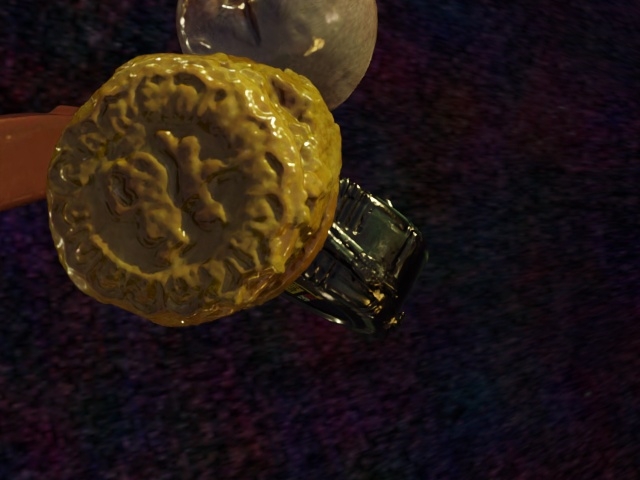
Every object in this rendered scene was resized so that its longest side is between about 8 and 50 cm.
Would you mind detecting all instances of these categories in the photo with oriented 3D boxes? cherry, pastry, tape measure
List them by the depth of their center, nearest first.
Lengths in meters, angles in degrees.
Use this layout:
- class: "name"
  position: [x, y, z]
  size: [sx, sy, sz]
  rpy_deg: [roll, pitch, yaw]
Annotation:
- class: "pastry"
  position: [-0.044, -0.020, 0.598]
  size: [0.109, 0.057, 0.097]
  rpy_deg: [-42, 80, 10]
- class: "cherry"
  position: [-0.029, -0.188, 1.405]
  size: [0.176, 0.176, 0.140]
  rpy_deg: [-25, 52, 22]
- class: "tape measure"
  position: [0.000, 0.000, 1.415]
  size: [0.186, 0.199, 0.112]
  rpy_deg: [33, 80, -8]

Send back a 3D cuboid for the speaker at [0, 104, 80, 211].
- class: "speaker"
  position: [-0.246, -0.088, 0.804]
  size: [0.198, 0.259, 0.329]
  rpy_deg: [3, 109, 14]
